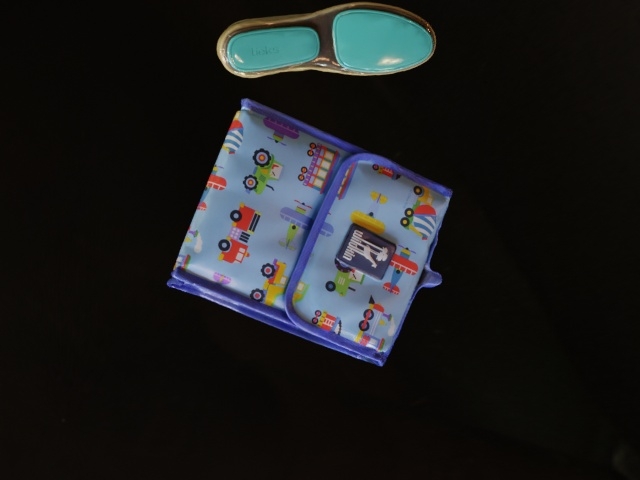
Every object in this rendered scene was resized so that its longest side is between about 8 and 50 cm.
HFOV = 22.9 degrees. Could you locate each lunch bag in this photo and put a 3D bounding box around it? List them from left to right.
[{"bbox_3d":[0.000,0.000,1.826,0.293,0.138,0.221,22,82,-5],"label":"lunch bag"}]

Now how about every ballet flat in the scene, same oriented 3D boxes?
[{"bbox_3d":[0.005,-0.218,1.681,0.232,0.073,0.080,-2,109,-7],"label":"ballet flat"}]
